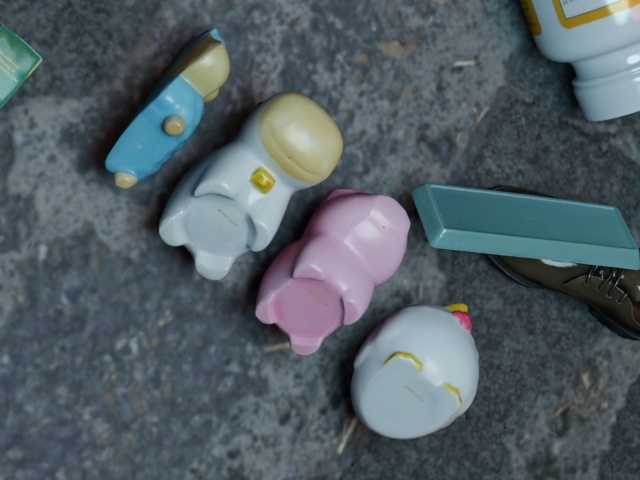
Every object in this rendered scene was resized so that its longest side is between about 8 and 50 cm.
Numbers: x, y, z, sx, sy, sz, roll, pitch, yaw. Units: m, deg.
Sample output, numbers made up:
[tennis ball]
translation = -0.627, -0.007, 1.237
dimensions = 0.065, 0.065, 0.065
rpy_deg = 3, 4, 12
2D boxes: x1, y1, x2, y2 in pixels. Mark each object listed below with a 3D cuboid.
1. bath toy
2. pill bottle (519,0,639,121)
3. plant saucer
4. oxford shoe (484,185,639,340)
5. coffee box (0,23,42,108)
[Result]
[bath toy]
translation = 0.000, 0.000, 1.226
dimensions = 0.151, 0.129, 0.348
rpy_deg = -35, 108, 25
[pill bottle]
translation = 0.226, -0.230, 1.317
dimensions = 0.136, 0.136, 0.245
rpy_deg = -26, 101, -23
[plant saucer]
translation = 0.168, -0.013, 1.278
dimensions = 0.192, 0.067, 0.018
rpy_deg = 6, 132, -22
[oxford shoe]
translation = 0.230, 0.016, 1.345
dimensions = 0.227, 0.096, 0.083
rpy_deg = 26, 81, -22
[coffee box]
translation = -0.273, -0.065, 1.097
dimensions = 0.040, 0.113, 0.184
rpy_deg = 42, 72, -18
